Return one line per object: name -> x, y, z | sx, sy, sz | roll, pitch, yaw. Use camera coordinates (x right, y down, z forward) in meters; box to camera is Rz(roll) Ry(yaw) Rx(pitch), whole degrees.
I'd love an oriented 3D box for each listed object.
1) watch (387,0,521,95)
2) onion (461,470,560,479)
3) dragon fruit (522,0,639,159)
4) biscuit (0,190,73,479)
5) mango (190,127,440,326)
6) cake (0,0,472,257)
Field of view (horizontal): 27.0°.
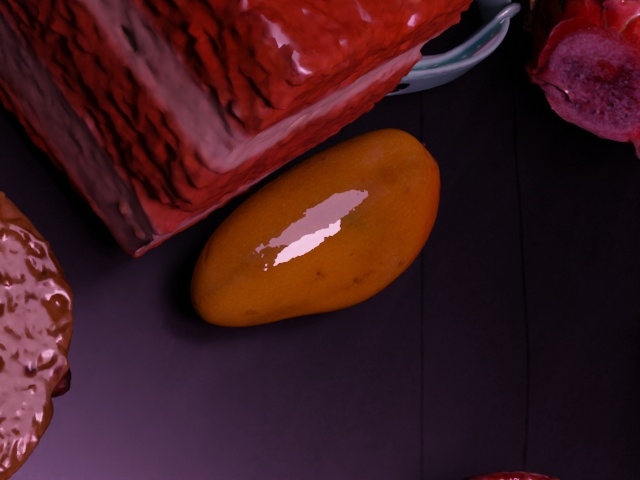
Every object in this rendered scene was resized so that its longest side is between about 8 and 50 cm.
watch -> 0.086, -0.241, 1.310 | 0.237, 0.068, 0.195 | -7, 75, -31
onion -> 0.181, 0.313, 1.058 | 0.272, 0.195, 0.272 | 6, 74, -20
dragon fruit -> 0.347, -0.245, 1.361 | 0.269, 0.250, 0.291 | 34, 61, 8
biscuit -> -0.321, 0.062, 0.943 | 0.296, 0.075, 0.296 | 8, 71, -24
mango -> 0.000, 0.000, 1.127 | 0.253, 0.138, 0.113 | -32, 45, -24
cake -> -0.086, -0.187, 1.036 | 0.270, 0.319, 0.269 | -34, 85, -41
